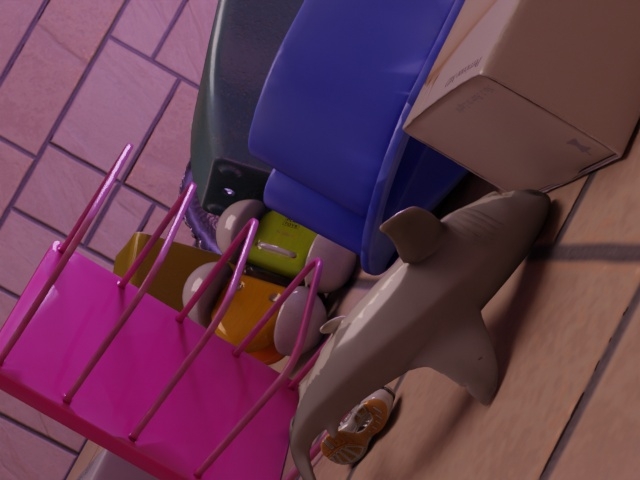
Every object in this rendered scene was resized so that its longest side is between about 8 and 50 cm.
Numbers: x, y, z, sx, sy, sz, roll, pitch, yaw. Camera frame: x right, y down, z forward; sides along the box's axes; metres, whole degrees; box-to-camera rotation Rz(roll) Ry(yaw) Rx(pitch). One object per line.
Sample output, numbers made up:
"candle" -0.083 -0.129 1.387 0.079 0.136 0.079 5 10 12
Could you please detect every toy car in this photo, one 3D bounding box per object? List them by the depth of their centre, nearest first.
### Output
"toy car" -0.046 0.052 1.408 0.182 0.159 0.136 -64 -26 -19

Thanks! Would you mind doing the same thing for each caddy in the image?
"caddy" 0.079 -0.137 1.142 0.241 0.179 0.341 79 -145 -69

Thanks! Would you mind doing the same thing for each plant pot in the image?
"plant pot" -0.033 -0.147 1.497 0.248 0.247 0.252 116 170 -64
"plant pot" -0.168 0.122 1.637 0.212 0.212 0.187 150 135 -72

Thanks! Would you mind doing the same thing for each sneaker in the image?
"sneaker" 0.032 0.143 1.003 0.083 0.032 0.037 -47 2 38

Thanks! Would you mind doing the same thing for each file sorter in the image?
"file sorter" -0.114 0.078 1.173 0.182 0.291 0.202 -52 13 30

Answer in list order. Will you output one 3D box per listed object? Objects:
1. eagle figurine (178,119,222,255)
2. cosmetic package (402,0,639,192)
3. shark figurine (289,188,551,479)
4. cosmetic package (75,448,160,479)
"eagle figurine" -0.127 -0.040 1.907 0.225 0.226 0.298 -11 42 51
"cosmetic package" 0.191 -0.197 0.915 0.309 0.113 0.160 -62 10 -16
"shark figurine" 0.058 0.084 0.847 0.278 0.116 0.166 -51 -22 12
"cosmetic package" -0.201 0.330 1.280 0.151 0.151 0.183 -47 17 52
